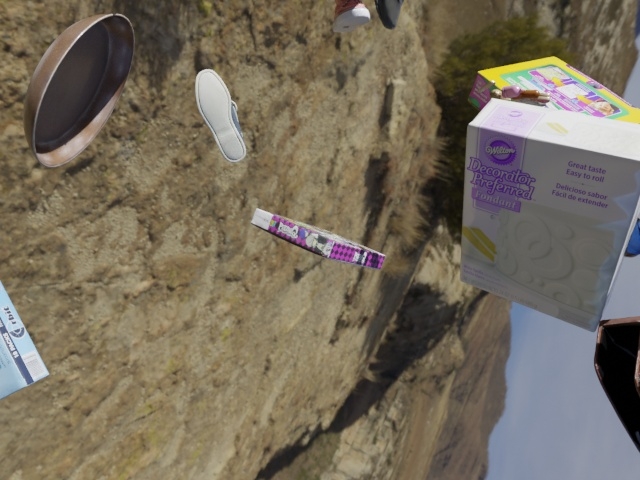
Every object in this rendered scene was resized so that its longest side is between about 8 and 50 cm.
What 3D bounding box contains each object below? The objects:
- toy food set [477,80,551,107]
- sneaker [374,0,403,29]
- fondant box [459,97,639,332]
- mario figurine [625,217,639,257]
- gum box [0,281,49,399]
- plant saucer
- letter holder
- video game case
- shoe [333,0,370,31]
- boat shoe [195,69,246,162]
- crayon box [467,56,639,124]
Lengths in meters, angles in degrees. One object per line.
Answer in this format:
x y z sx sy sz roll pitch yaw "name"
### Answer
0.331 -0.240 0.873 0.078 0.122 0.019 175 -76 -85 "toy food set"
0.214 -0.705 1.364 0.109 0.130 0.286 -35 134 -65 "sneaker"
0.350 -0.035 0.813 0.096 0.238 0.330 -44 141 -34 "fondant box"
0.610 -0.069 0.789 0.320 0.198 0.170 109 -17 -63 "mario figurine"
-0.456 0.141 0.655 0.184 0.157 0.041 -28 180 14 "gum box"
-0.446 -0.280 0.956 0.310 0.050 0.310 -60 -172 13 "plant saucer"
0.603 0.309 0.892 0.302 0.152 0.214 54 48 -18 "letter holder"
0.000 0.000 1.120 0.232 0.210 0.041 15 97 -56 "video game case"
0.057 -0.476 1.053 0.178 0.064 0.081 -119 -154 -74 "shoe"
-0.268 -0.339 1.418 0.079 0.095 0.254 -115 -179 -65 "boat shoe"
0.650 -0.360 1.438 0.313 0.363 0.106 -18 142 -23 "crayon box"
